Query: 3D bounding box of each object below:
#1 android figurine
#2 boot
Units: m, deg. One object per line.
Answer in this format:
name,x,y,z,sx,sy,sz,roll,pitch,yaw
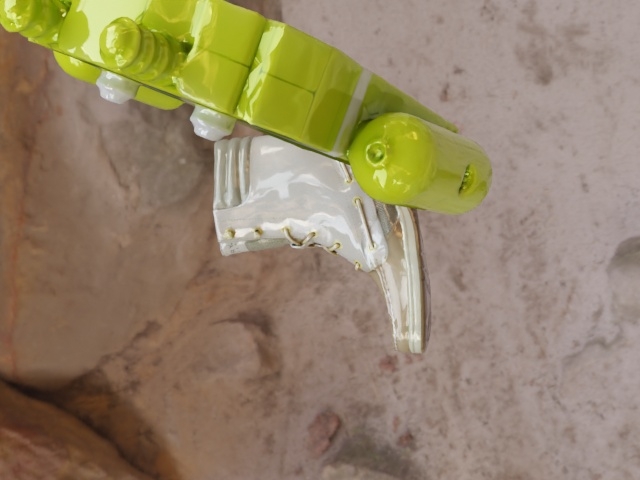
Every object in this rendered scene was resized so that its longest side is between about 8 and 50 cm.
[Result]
android figurine,-0.035,-0.077,0.439,0.248,0.272,0.056,24,97,27
boot,0.000,0.000,0.689,0.077,0.165,0.213,52,-154,-77
